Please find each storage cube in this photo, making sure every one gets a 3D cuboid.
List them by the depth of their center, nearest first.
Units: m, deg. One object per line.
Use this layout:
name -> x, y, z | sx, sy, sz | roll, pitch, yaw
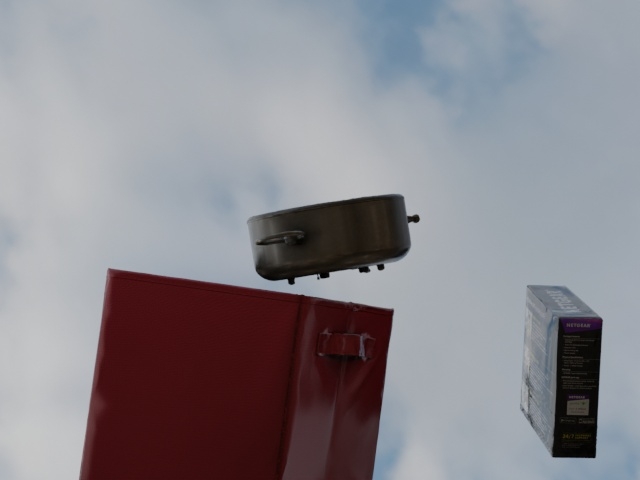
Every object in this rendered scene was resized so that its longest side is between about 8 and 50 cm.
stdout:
storage cube -> -0.069, 0.134, 1.310 | 0.184, 0.215, 0.193 | 13, -96, -63

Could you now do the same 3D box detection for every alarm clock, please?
alarm clock -> 0.000, 0.000, 1.249 | 0.129, 0.192, 0.064 | -9, -95, 24

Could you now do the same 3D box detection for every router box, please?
router box -> 0.230, 0.122, 1.503 | 0.046, 0.179, 0.133 | 1, -81, -2
